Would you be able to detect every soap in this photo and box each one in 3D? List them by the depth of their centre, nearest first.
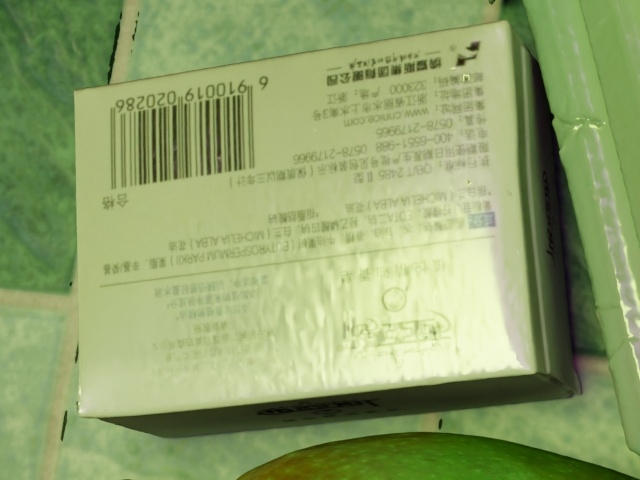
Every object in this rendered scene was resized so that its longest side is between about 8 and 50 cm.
[{"bbox_3d":[0.229,-0.028,0.927,0.115,0.208,0.347,-3,72,-25],"label":"soap"}]

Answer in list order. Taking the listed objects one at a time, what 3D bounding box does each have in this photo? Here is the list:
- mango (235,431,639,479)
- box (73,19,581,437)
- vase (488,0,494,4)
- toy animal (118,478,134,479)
[{"bbox_3d":[0.103,0.208,0.914,0.382,0.225,0.201,10,87,20],"label":"mango"},{"bbox_3d":[0.000,0.001,1.054,0.274,0.116,0.203,-8,76,18],"label":"box"},{"bbox_3d":[0.162,-0.198,1.065,0.149,0.081,0.081,-13,74,13],"label":"vase"},{"bbox_3d":[-0.117,0.310,0.992,0.181,0.180,0.363,-28,67,27],"label":"toy animal"}]
